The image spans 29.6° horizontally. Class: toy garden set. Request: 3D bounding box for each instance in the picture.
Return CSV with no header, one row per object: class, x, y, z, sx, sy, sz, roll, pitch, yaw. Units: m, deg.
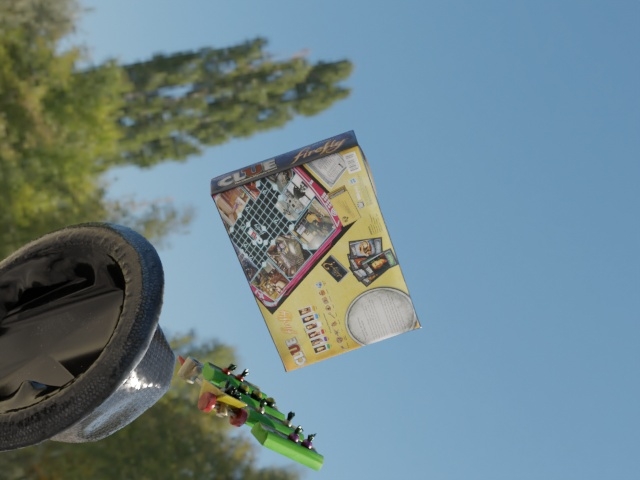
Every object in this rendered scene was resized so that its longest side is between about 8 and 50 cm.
toy garden set,-0.114,0.220,1.737,0.049,0.203,0.244,-57,-147,2

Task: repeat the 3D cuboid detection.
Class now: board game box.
board game box,-0.002,0.016,1.325,0.042,0.165,0.243,-103,174,-61

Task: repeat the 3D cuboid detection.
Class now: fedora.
fedora,-0.288,0.135,1.403,0.152,0.334,0.334,49,7,-42

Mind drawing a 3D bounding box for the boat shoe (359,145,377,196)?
boat shoe,0.000,0.000,1.510,0.302,0.098,0.109,104,-29,-49
